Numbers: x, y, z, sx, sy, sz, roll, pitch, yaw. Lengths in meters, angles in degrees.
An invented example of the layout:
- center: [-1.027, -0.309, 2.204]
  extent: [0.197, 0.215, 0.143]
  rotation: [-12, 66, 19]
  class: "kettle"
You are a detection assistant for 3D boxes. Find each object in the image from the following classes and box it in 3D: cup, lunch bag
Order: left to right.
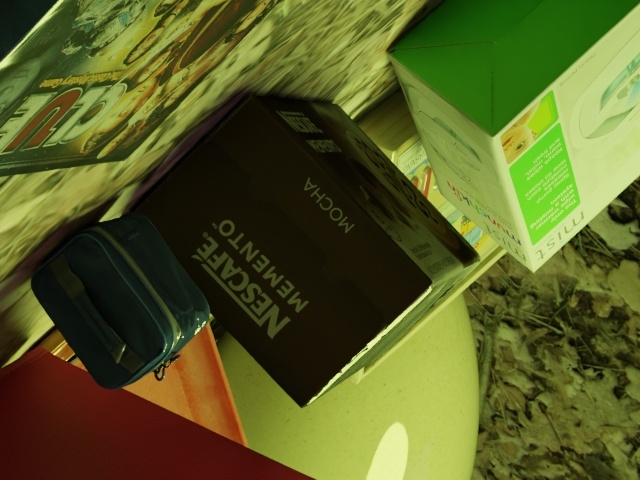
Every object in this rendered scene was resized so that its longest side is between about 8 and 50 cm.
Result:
- center: [-0.118, 0.039, 1.104]
  extent: [0.067, 0.098, 0.065]
  rotation: [-40, 174, 32]
  class: "lunch bag"
- center: [0.040, 0.124, 2.082]
  extent: [0.331, 0.331, 0.237]
  rotation: [-34, 145, -59]
  class: "cup"

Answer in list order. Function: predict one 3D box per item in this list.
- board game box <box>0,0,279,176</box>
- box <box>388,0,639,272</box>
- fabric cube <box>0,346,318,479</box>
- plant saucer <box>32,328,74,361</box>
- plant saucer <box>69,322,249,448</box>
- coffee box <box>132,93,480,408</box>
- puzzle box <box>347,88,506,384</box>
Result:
- center: [-0.070, -0.093, 0.694]
  extent: [0.165, 0.042, 0.243]
  rotation: [-44, 175, 13]
  class: "board game box"
- center: [0.205, -0.143, 1.518]
  extent: [0.262, 0.127, 0.231]
  rotation: [-42, 149, -10]
  class: "box"
- center: [-0.161, 0.265, 1.189]
  extent: [0.254, 0.258, 0.259]
  rotation: [-36, 140, -51]
  class: "fabric cube"
- center: [-0.188, 0.077, 1.345]
  extent: [0.083, 0.013, 0.083]
  rotation: [-43, 174, -6]
  class: "plant saucer"
- center: [-0.147, 0.195, 1.536]
  extent: [0.047, 0.258, 0.259]
  rotation: [-8, -163, 30]
  class: "plant saucer"
- center: [0.000, 0.000, 1.295]
  extent: [0.119, 0.168, 0.297]
  rotation: [-44, 174, 10]
  class: "coffee box"
- center: [0.142, -0.068, 1.806]
  extent: [0.409, 0.052, 0.272]
  rotation: [-39, 147, -43]
  class: "puzzle box"
